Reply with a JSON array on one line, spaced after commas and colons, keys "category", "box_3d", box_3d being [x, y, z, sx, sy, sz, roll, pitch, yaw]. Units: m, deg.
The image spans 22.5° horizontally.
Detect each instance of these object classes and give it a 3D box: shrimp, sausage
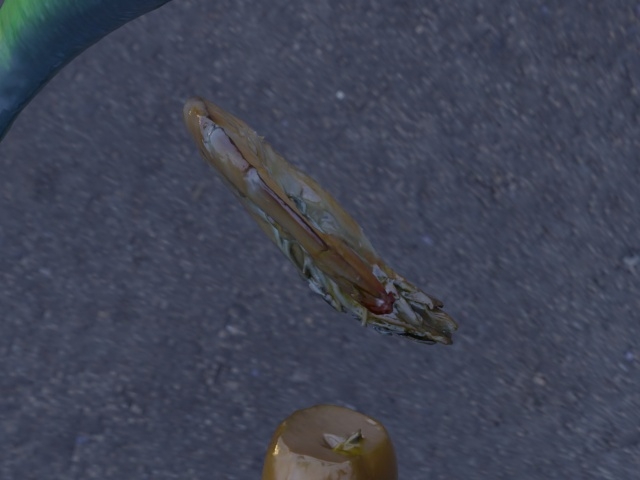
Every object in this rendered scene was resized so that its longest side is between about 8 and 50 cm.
[{"category": "shrimp", "box_3d": [0.003, -0.003, 0.988, 0.053, 0.133, 0.236, -47, 109, -7]}, {"category": "sausage", "box_3d": [-0.002, 0.279, 1.217, 0.112, 0.112, 0.328, 16, 118, 23]}]

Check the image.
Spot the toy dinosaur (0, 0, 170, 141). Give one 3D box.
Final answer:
[{"category": "toy dinosaur", "box_3d": [0.001, -0.080, 0.467, 0.500, 0.144, 0.374, -56, 27, 19]}]
